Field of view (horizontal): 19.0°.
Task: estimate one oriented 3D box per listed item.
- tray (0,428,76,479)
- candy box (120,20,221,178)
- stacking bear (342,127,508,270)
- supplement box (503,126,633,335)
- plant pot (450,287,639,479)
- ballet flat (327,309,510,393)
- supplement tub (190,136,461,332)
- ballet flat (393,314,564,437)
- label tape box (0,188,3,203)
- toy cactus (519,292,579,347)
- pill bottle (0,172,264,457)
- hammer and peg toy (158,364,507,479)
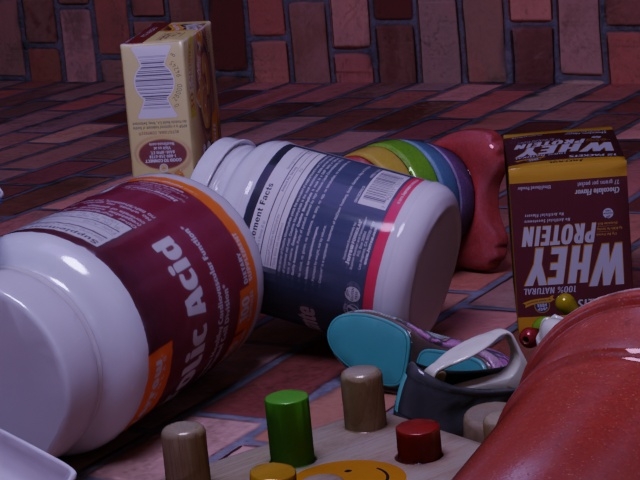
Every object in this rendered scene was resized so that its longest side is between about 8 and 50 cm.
[{"bbox_3d":[-0.301,0.224,1.604,0.145,0.030,0.270,-52,32,-16],"label":"tray"},{"bbox_3d":[-0.182,-0.112,2.454,0.087,0.317,0.183,-1,14,9],"label":"candy box"},{"bbox_3d":[0.070,-0.044,2.302,0.289,0.175,0.164,-6,8,-41],"label":"stacking bear"},{"bbox_3d":[0.277,-0.014,2.149,0.129,0.191,0.194,-4,14,5],"label":"supplement box"},{"bbox_3d":[0.177,0.206,1.185,0.272,0.272,0.265,5,25,35],"label":"plant pot"},{"bbox_3d":[0.108,0.122,1.930,0.221,0.077,0.079,13,4,40],"label":"ballet flat"},{"bbox_3d":[0.000,0.000,2.085,0.272,0.191,0.191,16,20,20],"label":"supplement tub"},{"bbox_3d":[0.201,0.127,1.796,0.280,0.096,0.095,-10,14,-22],"label":"ballet flat"},{"bbox_3d":[-0.452,0.063,1.764,0.348,0.115,0.249,-46,3,-15],"label":"label tape box"},{"bbox_3d":[0.325,0.086,1.951,0.219,0.112,0.180,-9,1,21],"label":"toy cactus"},{"bbox_3d":[-0.230,0.079,1.879,0.224,0.224,0.392,1,15,23],"label":"pill bottle"},{"bbox_3d":[0.070,0.187,1.526,0.361,0.127,0.266,-14,16,-34],"label":"hammer and peg toy"}]
